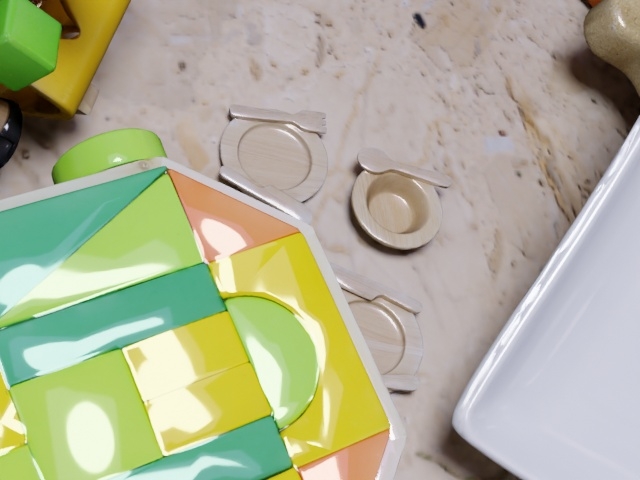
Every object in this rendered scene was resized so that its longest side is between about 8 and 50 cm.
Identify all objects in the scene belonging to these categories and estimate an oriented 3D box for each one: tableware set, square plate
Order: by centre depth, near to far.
[{"bbox_3d":[0.290,0.048,0.579,0.347,0.049,0.344,35,78,-6],"label":"square plate"},{"bbox_3d":[0.000,0.000,0.581,0.141,0.020,0.169,20,59,-9],"label":"tableware set"}]

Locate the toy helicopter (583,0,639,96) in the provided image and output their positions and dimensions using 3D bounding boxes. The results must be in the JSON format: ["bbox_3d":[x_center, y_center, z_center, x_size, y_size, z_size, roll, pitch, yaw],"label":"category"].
[{"bbox_3d":[0.261,-0.067,0.672,0.235,0.140,0.355,29,68,-14],"label":"toy helicopter"}]

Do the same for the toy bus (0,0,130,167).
[{"bbox_3d":[-0.157,-0.099,0.523,0.104,0.202,0.191,35,29,-44],"label":"toy bus"}]

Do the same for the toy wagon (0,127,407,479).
[{"bbox_3d":[-0.135,0.101,0.439,0.344,0.068,0.267,-18,74,-24],"label":"toy wagon"}]
